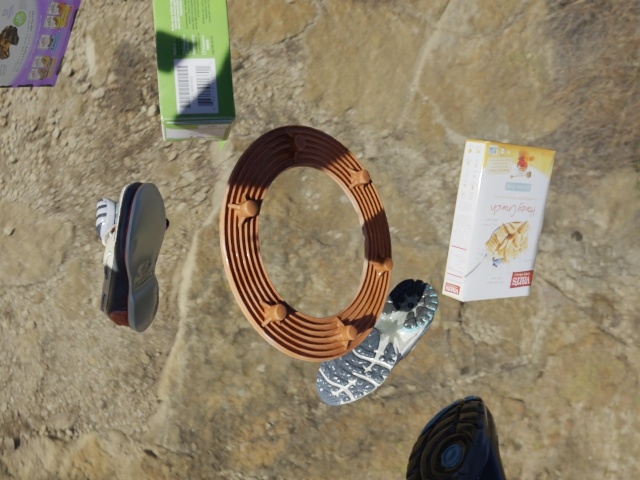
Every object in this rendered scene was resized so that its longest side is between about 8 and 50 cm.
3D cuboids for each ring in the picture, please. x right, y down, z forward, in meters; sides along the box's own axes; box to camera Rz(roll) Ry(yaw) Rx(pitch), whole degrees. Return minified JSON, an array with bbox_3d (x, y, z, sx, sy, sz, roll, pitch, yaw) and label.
[{"bbox_3d":[0.000,0.000,0.971,0.336,0.032,0.336,12,72,-44],"label":"ring"}]

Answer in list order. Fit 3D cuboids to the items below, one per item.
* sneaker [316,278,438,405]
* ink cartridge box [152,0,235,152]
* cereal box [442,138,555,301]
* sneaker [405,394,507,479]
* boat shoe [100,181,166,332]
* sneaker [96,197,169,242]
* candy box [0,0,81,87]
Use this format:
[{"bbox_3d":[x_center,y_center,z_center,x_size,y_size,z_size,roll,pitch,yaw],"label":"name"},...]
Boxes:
[{"bbox_3d":[0.115,0.204,1.259,0.283,0.110,0.122,-42,151,-12],"label":"sneaker"},{"bbox_3d":[-0.184,-0.233,0.991,0.097,0.255,0.189,-4,87,-12],"label":"ink cartridge box"},{"bbox_3d":[0.277,-0.029,1.065,0.173,0.047,0.240,-1,102,-38],"label":"cereal box"},{"bbox_3d":[0.191,0.357,0.877,0.139,0.125,0.341,39,39,-20],"label":"sneaker"},{"bbox_3d":[-0.153,0.012,0.547,0.049,0.043,0.137,-43,150,-52],"label":"boat shoe"},{"bbox_3d":[-0.284,-0.003,1.095,0.098,0.223,0.083,-3,74,-5],"label":"sneaker"},{"bbox_3d":[-0.481,-0.320,1.049,0.070,0.165,0.196,37,26,16],"label":"candy box"}]
